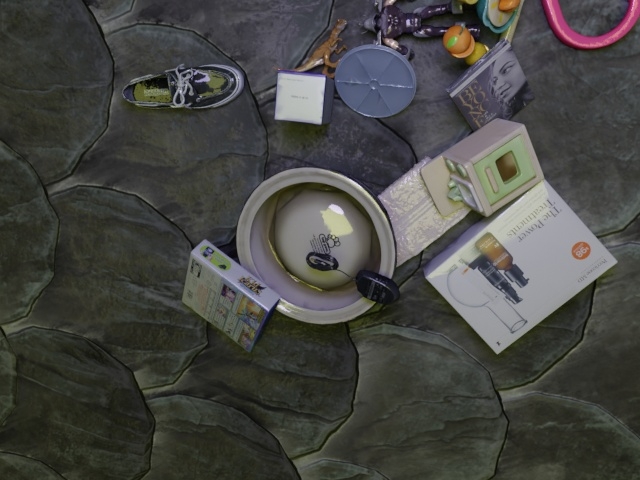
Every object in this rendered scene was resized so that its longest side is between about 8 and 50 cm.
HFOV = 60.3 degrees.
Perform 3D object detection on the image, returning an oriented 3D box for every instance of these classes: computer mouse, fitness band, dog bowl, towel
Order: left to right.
[{"bbox_3d":[0.000,0.000,1.396,0.407,0.150,0.408,5,110,15],"label":"dog bowl"},{"bbox_3d":[0.078,0.080,1.305,0.242,0.041,0.071,26,134,11],"label":"computer mouse"},{"bbox_3d":[0.226,-0.065,1.434,0.282,0.049,0.187,-40,96,13],"label":"towel"},{"bbox_3d":[0.616,-0.588,1.265,0.208,0.054,0.291,-20,98,11],"label":"fitness band"}]

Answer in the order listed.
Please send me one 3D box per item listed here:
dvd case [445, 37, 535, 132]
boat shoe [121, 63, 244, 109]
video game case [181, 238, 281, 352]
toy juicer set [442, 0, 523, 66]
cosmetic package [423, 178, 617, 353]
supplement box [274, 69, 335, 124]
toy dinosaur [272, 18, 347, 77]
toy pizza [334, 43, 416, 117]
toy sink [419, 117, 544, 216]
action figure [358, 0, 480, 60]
[{"bbox_3d":[0.402,-0.344,1.289,0.164,0.018,0.221,-40,139,14],"label":"dvd case"},{"bbox_3d":[-0.352,-0.391,1.402,0.306,0.105,0.113,1,103,7],"label":"boat shoe"},{"bbox_3d":[-0.242,0.153,1.447,0.244,0.061,0.270,37,143,7],"label":"video game case"},{"bbox_3d":[0.394,-0.492,1.220,0.089,0.328,0.209,26,127,41],"label":"toy juicer set"},{"bbox_3d":[0.499,0.064,1.407,0.377,0.097,0.284,-43,97,14],"label":"cosmetic package"},{"bbox_3d":[-0.033,-0.339,1.316,0.111,0.220,0.114,7,105,6],"label":"supplement box"},{"bbox_3d":[-0.001,-0.455,1.377,0.211,0.064,0.112,-42,77,5],"label":"toy dinosaur"},{"bbox_3d":[0.134,-0.388,1.341,0.201,0.032,0.201,11,140,9],"label":"toy pizza"},{"bbox_3d":[0.382,-0.158,1.307,0.234,0.131,0.153,-32,114,-2],"label":"toy sink"},{"bbox_3d":[0.232,-0.516,1.311,0.284,0.099,0.186,2,110,11],"label":"action figure"}]
